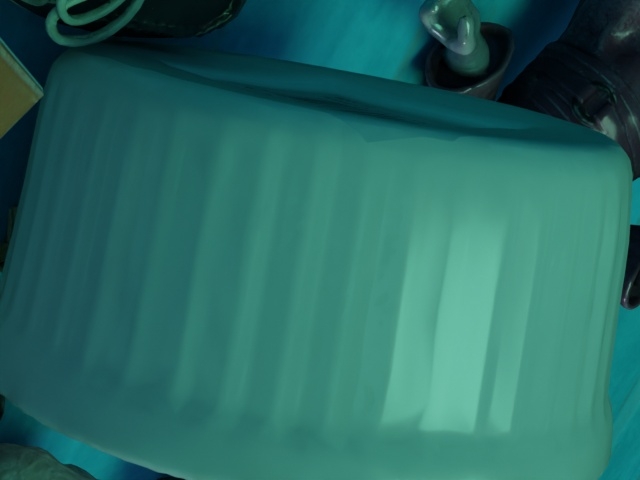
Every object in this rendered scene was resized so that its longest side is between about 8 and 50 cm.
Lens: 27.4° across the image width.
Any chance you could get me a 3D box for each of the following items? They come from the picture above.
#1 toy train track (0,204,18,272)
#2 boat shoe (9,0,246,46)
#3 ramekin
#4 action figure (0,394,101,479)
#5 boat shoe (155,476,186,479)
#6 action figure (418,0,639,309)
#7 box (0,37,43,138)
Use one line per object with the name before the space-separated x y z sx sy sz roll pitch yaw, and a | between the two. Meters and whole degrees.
toy train track | -0.130 0.001 0.637 0.083 0.014 0.048 -23 139 -42
boat shoe | -0.093 -0.128 0.489 0.095 0.079 0.254 -55 150 2
ramekin | 0.000 0.000 0.566 0.277 0.277 0.135 -5 108 -52
action figure | -0.165 0.237 0.599 0.330 0.178 0.341 -80 -163 -57
boat shoe | -0.099 0.276 0.875 0.113 0.127 0.340 4 131 -22
action figure | 0.166 -0.092 0.855 0.370 0.248 0.276 -36 -169 -6
box | -0.271 -0.005 0.280 0.345 0.168 0.215 -48 149 -10
